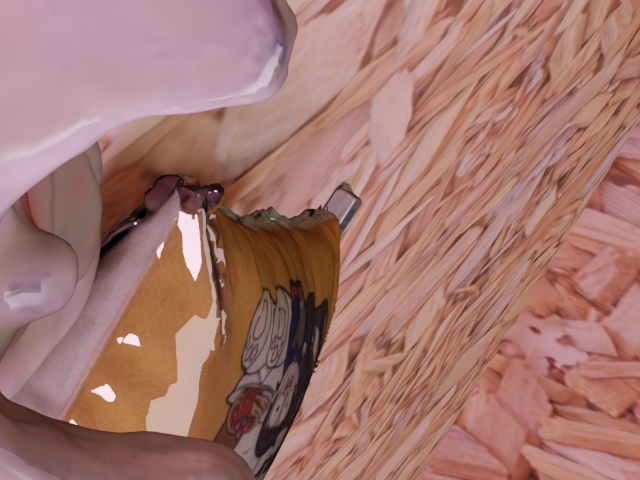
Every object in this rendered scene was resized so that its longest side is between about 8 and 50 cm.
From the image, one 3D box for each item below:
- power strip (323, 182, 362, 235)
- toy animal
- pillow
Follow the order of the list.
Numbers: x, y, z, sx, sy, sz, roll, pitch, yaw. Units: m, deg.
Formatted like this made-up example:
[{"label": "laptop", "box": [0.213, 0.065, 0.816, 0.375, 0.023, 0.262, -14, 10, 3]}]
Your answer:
[{"label": "power strip", "box": [0.000, 0.000, 1.305, 0.083, 0.017, 0.027, -58, 167, 5]}, {"label": "toy animal", "box": [-0.157, 0.075, 0.474, 0.266, 0.188, 0.307, -12, 112, -26]}, {"label": "pillow", "box": [-0.099, 0.110, 0.949, 0.312, 0.119, 0.310, -58, 172, 4]}]
